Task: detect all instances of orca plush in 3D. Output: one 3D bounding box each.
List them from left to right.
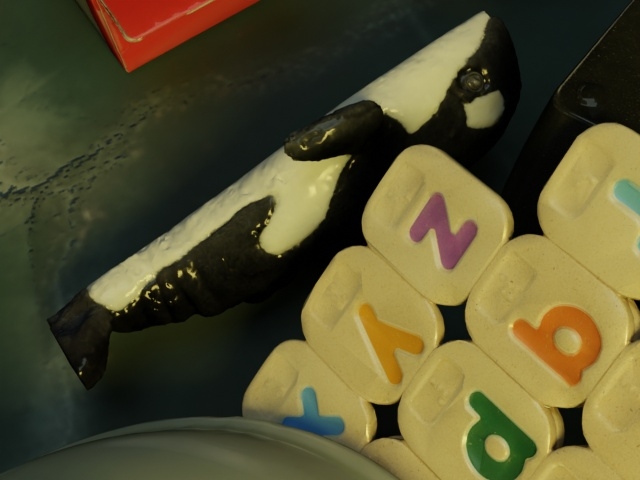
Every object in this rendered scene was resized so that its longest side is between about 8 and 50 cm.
[{"bbox_3d":[0.000,0.000,0.663,0.287,0.151,0.102,-35,89,-16],"label":"orca plush"}]

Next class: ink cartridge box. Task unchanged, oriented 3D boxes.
[{"bbox_3d":[-0.110,-0.205,0.826,0.134,0.078,0.231,-30,57,-10],"label":"ink cartridge box"}]

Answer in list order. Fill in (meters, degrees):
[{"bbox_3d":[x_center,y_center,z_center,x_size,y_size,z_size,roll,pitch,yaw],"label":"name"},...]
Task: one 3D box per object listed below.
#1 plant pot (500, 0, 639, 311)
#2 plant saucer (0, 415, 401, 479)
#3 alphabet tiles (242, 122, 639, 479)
[{"bbox_3d":[0.197,-0.031,0.608,0.187,0.167,0.188,32,66,26],"label":"plant pot"},{"bbox_3d":[-0.119,0.217,0.469,0.401,0.100,0.400,-18,42,17],"label":"plant saucer"},{"bbox_3d":[0.091,0.100,0.530,0.278,0.021,0.284,42,109,30],"label":"alphabet tiles"}]
